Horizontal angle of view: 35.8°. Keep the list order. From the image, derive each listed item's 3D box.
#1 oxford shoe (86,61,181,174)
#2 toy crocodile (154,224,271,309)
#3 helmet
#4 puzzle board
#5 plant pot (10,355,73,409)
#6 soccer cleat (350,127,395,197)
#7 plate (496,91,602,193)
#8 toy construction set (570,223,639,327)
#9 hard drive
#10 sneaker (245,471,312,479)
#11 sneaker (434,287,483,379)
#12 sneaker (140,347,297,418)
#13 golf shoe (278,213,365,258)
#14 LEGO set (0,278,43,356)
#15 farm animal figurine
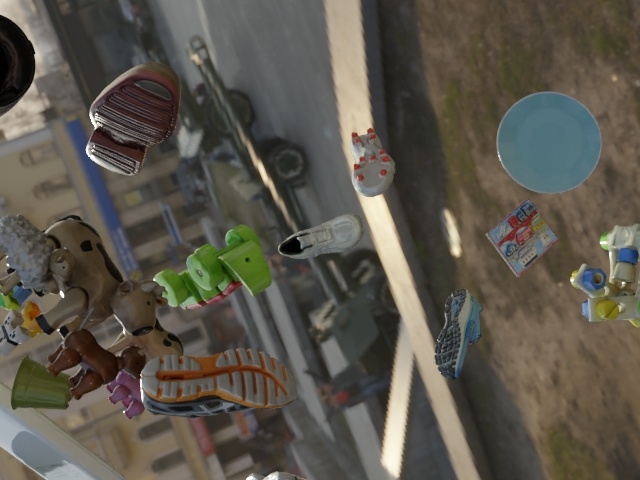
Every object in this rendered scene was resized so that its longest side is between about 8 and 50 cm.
[{"bbox_3d":[-0.284,-0.216,1.540,0.348,0.123,0.130,-28,40,62],"label":"oxford shoe"},{"bbox_3d":[-0.182,0.061,1.665,0.340,0.115,0.105,-24,98,55],"label":"toy crocodile"},{"bbox_3d":[-0.468,-0.222,1.286,0.161,0.169,0.169,-3,113,42],"label":"helmet"},{"bbox_3d":[0.366,-0.007,1.787,0.096,0.128,0.011,53,150,-1],"label":"puzzle board"},{"bbox_3d":[-0.417,0.224,1.506,0.083,0.079,0.083,-168,90,-88],"label":"plant pot"},{"bbox_3d":[0.081,-0.106,1.521,0.196,0.068,0.076,-96,-8,-61],"label":"soccer cleat"},{"bbox_3d":[0.413,-0.177,1.791,0.024,0.188,0.188,-40,-68,-61],"label":"plate"},{"bbox_3d":[0.541,0.076,1.524,0.327,0.215,0.151,28,167,-33],"label":"toy construction set"},{"bbox_3d":[-0.503,0.343,1.722,0.307,0.040,0.203,44,144,-19],"label":"hard drive"},{"bbox_3d":[-0.065,0.406,1.500,0.258,0.091,0.094,142,148,-65],"label":"sneaker"},{"bbox_3d":[0.248,0.165,1.696,0.073,0.162,0.063,31,152,-26],"label":"sneaker"},{"bbox_3d":[-0.137,0.197,1.320,0.083,0.214,0.084,116,154,-47],"label":"sneaker"},{"bbox_3d":[0.000,0.000,1.869,0.086,0.176,0.069,-12,-99,-56],"label":"golf shoe"},{"bbox_3d":[-0.494,0.117,1.536,0.087,0.093,0.227,38,-171,-47],"label":"LEGO set"},{"bbox_3d":[-0.314,0.095,1.477,0.327,0.172,0.330,51,180,6],"label":"farm animal figurine"}]
